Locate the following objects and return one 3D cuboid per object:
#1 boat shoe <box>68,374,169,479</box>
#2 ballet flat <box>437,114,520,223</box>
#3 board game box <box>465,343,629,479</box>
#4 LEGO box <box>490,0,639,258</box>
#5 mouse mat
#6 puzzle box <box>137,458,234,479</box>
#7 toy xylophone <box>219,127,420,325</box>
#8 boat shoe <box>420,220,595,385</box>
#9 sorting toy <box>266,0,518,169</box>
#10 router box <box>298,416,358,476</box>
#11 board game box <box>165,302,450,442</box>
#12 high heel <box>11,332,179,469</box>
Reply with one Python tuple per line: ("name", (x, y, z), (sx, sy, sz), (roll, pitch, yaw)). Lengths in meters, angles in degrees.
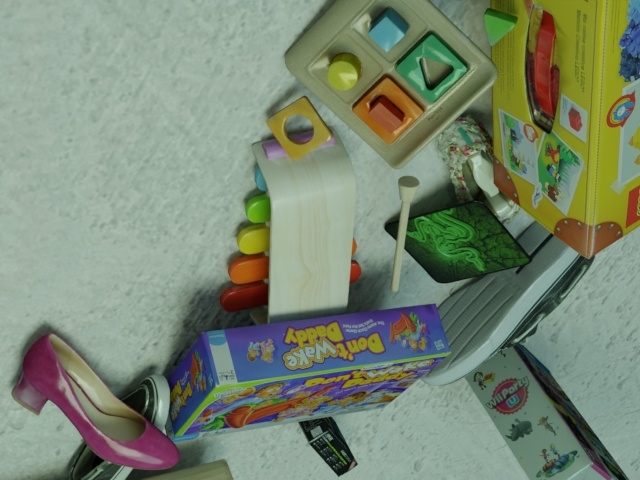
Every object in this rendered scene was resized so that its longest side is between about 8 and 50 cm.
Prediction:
("boat shoe", (-0.281, 0.271, 1.854), (0.070, 0.077, 0.219), (11, 124, -38))
("ballet flat", (0.225, -0.076, 1.827), (0.091, 0.077, 0.241), (-36, 138, 5))
("board game box", (0.352, 0.293, 2.070), (0.097, 0.303, 0.224), (-41, 137, 9))
("LEGO box", (0.401, -0.283, 1.599), (0.373, 0.193, 0.500), (-31, 140, -20))
("mouse mat", (0.196, 0.006, 1.883), (0.153, 0.007, 0.190), (-15, 144, 27))
("puzzle box", (-0.340, 0.448, 1.958), (0.409, 0.052, 0.272), (-10, 146, -23))
("toy xylophone", (0.000, 0.000, 1.762), (0.236, 0.081, 0.322), (-7, 132, -24))
("boat shoe", (0.286, 0.107, 1.996), (0.335, 0.121, 0.119), (-43, 132, 9))
("sorting toy", (0.077, -0.198, 1.553), (0.196, 0.047, 0.348), (44, 117, -7))
("router box", (0.004, 0.292, 2.025), (0.038, 0.092, 0.122), (-33, 138, 2))
("board game box", (-0.027, 0.184, 1.853), (0.347, 0.078, 0.233), (-6, 157, -25))
("high heel", (-0.278, 0.211, 1.745), (0.244, 0.082, 0.117), (32, 124, -5))
